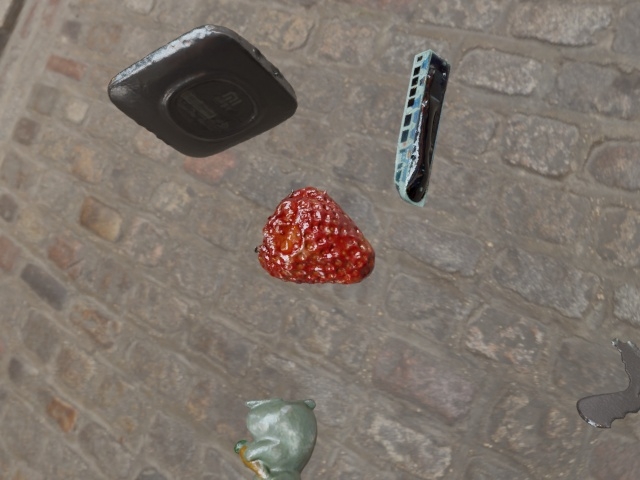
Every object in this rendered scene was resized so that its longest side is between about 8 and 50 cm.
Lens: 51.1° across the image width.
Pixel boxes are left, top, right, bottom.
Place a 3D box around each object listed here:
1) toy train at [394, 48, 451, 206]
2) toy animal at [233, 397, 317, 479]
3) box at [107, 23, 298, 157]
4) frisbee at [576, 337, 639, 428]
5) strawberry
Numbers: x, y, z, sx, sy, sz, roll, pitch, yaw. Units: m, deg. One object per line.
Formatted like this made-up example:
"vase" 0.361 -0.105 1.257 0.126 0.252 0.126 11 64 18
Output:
"toy train" 0.127 -0.141 0.852 0.047 0.043 0.207 -8 65 50
"toy animal" -0.070 0.391 1.115 0.127 0.125 0.251 -21 63 38
"box" -0.152 -0.189 0.903 0.201 0.212 0.042 -26 57 18
"frisbee" 0.444 0.203 0.916 0.211 0.187 0.012 13 126 2
"strawberry" 0.000 0.000 0.472 0.083 0.073 0.073 16 85 13
